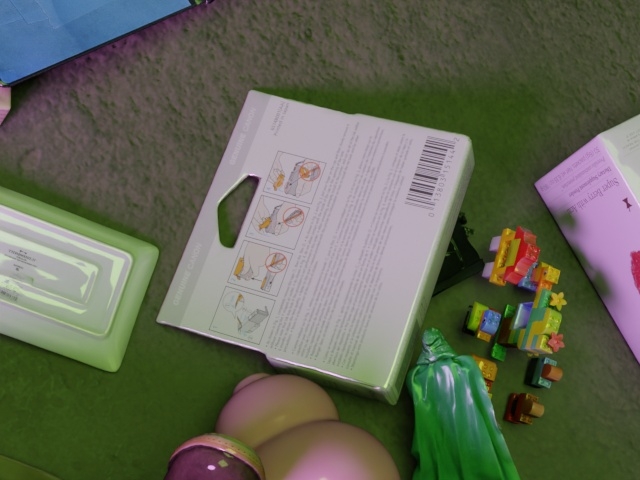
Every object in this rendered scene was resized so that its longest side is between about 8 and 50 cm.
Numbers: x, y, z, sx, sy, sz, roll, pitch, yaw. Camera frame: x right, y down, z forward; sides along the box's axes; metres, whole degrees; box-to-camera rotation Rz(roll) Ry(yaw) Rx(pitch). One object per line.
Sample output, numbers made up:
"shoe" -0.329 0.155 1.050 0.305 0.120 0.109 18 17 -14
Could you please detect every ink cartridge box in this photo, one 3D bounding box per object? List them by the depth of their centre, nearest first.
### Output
"ink cartridge box" 0.000 0.000 1.354 0.261 0.066 0.296 15 70 17

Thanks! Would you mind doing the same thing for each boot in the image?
"boot" -0.131 0.298 1.079 0.090 0.248 0.206 26 47 -4
"boot" 0.119 0.009 1.391 0.121 0.045 0.099 -26 85 -26

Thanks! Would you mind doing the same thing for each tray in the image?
"tray" -0.306 0.022 1.272 0.270 0.030 0.145 22 71 -14

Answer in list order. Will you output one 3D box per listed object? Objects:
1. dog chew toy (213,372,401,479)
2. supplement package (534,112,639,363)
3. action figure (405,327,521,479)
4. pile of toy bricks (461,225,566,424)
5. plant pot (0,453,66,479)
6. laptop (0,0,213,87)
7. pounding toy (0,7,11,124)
"dog chew toy" 0.001 0.268 1.202 0.207 0.206 0.331 -20 58 -18
"supplement package" 0.408 0.002 1.396 0.175 0.177 0.293 -27 83 -20
"action figure" 0.142 0.201 1.299 0.137 0.063 0.232 -12 97 14
"pile of toy bricks" 0.223 0.098 1.344 0.118 0.105 0.212 22 76 -21
"plant pot" -0.360 0.330 1.071 0.323 0.323 0.280 18 88 -9
"laptop" -0.238 -0.432 1.298 0.408 0.236 0.382 -40 81 22
"pounding toy" -0.399 -0.187 1.297 0.141 0.100 0.130 3 75 -24
